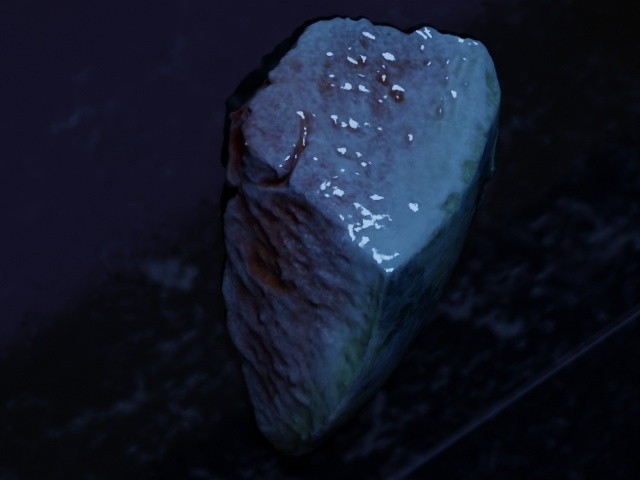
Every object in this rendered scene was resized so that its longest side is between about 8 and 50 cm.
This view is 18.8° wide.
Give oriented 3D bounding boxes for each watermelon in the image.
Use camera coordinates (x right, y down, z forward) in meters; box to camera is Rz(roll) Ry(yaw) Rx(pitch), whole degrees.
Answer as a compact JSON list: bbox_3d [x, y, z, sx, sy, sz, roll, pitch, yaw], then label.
[{"bbox_3d":[0.008,0.005,0.743,0.094,0.081,0.180,11,100,17],"label":"watermelon"}]
